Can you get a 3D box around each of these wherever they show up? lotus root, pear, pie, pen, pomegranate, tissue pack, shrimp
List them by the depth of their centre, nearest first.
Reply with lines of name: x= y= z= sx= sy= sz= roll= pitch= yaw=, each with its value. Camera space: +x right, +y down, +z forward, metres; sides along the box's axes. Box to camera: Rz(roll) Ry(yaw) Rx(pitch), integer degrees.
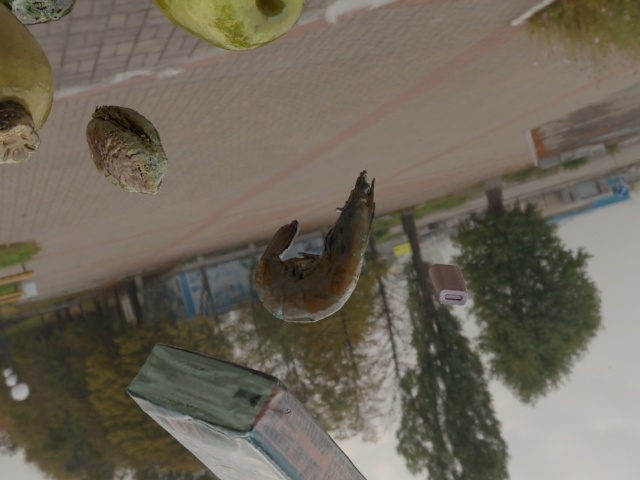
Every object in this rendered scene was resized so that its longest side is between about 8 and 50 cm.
pear: x=-0.084 y=-0.247 z=0.608 sx=0.149 sy=0.162 sz=0.149 roll=-33 pitch=155 yaw=-18
lotus root: x=-0.403 y=-0.201 z=0.832 sx=0.146 sy=0.303 sz=0.131 roll=-50 pitch=151 yaw=22
tissue pack: x=-0.080 y=0.270 z=0.931 sx=0.228 sy=0.315 sz=0.103 roll=8 pitch=-126 yaw=39
shrimp: x=-0.001 y=-0.001 z=0.933 sx=0.144 sy=0.052 sz=0.251 roll=11 pitch=-128 yaw=23
pen: x=0.196 y=0.063 z=1.086 sx=0.053 sy=0.032 sz=0.197 roll=5 pitch=-169 yaw=5
pomegranate: x=-0.458 y=-0.408 z=1.136 sx=0.138 sy=0.125 sz=0.163 roll=-25 pitch=-168 yaw=-2
pie: x=-0.350 y=-0.154 z=1.257 sx=0.193 sy=0.163 sz=0.079 roll=22 pitch=-137 yaw=30
